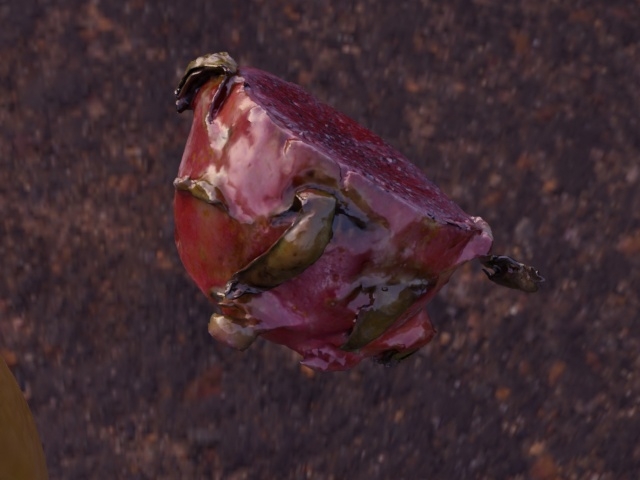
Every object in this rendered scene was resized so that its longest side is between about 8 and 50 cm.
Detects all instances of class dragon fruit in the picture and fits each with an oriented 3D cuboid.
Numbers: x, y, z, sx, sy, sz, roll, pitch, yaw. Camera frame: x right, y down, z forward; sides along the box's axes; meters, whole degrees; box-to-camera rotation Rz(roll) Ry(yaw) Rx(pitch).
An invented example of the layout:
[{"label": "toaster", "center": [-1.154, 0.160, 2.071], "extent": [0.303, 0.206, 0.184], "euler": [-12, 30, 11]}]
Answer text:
[{"label": "dragon fruit", "center": [0.000, 0.000, 1.145], "extent": [0.282, 0.211, 0.147], "euler": [35, 103, -4]}]

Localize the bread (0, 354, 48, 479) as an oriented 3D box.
[{"label": "bread", "center": [-0.174, 0.066, 0.433], "extent": [0.262, 0.162, 0.204], "euler": [43, 49, -18]}]
